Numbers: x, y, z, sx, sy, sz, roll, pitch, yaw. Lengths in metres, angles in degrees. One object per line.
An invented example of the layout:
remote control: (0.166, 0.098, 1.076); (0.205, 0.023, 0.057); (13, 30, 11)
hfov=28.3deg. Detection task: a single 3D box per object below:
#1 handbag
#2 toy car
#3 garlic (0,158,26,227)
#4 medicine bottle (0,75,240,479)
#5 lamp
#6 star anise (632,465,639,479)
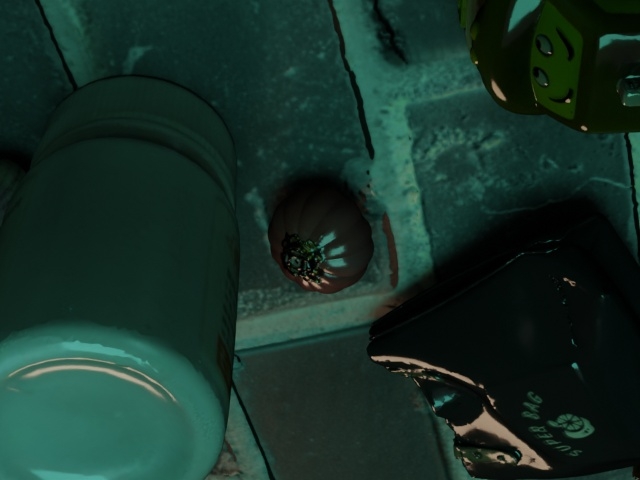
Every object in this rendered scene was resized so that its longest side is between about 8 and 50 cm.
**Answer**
handbag: (0.225, 0.141, 1.326); (0.288, 0.152, 0.342); (-20, 126, 29)
toy car: (0.242, -0.170, 1.033); (0.247, 0.198, 0.204); (-1, 129, 1)
garlic: (-0.346, -0.010, 1.215); (0.159, 0.102, 0.147); (-14, 129, 11)
medicine bottle: (-0.174, 0.033, 1.081); (0.211, 0.371, 0.211); (0, 127, 0)
lamp: (0.000, 0.000, 1.233); (0.107, 0.092, 0.108); (16, 124, 26)
star anise: (0.457, 0.284, 1.487); (0.190, 0.070, 0.097); (24, 152, -20)
